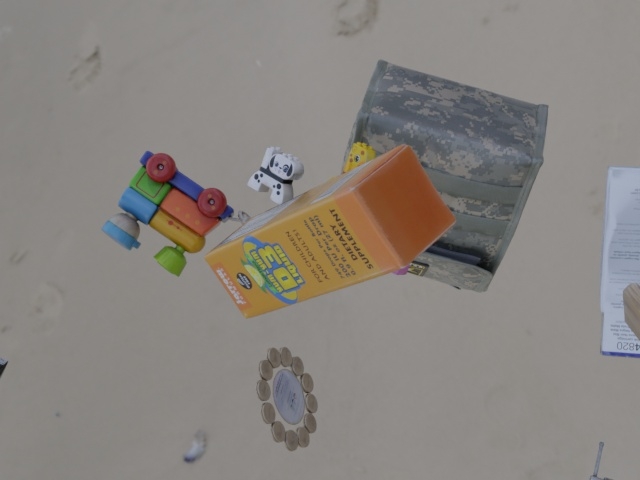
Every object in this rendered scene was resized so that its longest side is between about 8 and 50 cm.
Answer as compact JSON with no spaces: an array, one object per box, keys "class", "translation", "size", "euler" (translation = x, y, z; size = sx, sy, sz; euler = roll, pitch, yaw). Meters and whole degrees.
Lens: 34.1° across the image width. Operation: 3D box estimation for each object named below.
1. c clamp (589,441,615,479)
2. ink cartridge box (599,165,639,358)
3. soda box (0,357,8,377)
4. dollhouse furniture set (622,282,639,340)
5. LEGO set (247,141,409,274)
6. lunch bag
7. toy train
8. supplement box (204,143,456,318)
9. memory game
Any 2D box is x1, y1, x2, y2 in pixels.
[{"class":"c clamp","translation":[0.455,0.383,1.492],"size":[0.160,0.022,0.137],"euler":[22,76,6]},{"class":"ink cartridge box","translation":[0.437,0.028,1.199],"size":[0.223,0.045,0.224],"euler":[3,92,16]},{"class":"soda box","translation":[-0.490,0.217,1.442],"size":[0.169,0.060,0.053],"euler":[-51,15,40]},{"class":"dollhouse furniture set","translation":[0.278,-0.038,0.581],"size":[0.174,0.355,0.303],"euler":[-26,48,-3]},{"class":"LEGO set","translation":[0.037,-0.055,1.145],"size":[0.227,0.087,0.093],"euler":[31,108,33]},{"class":"lunch bag","translation":[0.139,-0.057,1.361],"size":[0.235,0.287,0.169],"euler":[16,41,3]},{"class":"toy train","translation":[-0.181,-0.007,1.500],"size":[0.248,0.105,0.143],"euler":[35,84,-1]},{"class":"supplement box","translation":[0.000,0.000,0.866],"size":[0.080,0.078,0.233],"euler":[-40,10,-34]},{"class":"memory game","translation":[-0.058,0.274,1.809],"size":[0.012,0.186,0.186],"euler":[-17,51,28]}]
